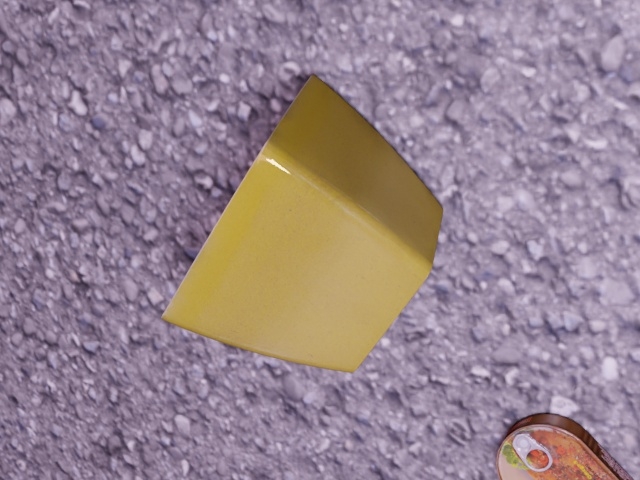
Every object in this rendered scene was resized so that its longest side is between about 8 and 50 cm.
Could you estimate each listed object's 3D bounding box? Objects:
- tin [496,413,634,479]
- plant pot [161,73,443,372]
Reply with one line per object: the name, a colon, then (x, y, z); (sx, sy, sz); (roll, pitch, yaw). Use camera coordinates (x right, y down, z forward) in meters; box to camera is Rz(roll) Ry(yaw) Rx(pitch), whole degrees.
tin: (0.267, 0.263, 1.005); (0.190, 0.040, 0.106); (47, 115, 2)
plant pot: (0.000, 0.000, 0.940); (0.187, 0.212, 0.212); (31, 118, -5)
